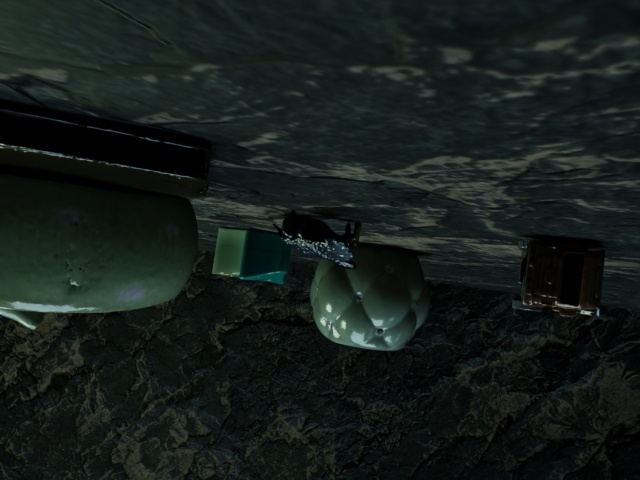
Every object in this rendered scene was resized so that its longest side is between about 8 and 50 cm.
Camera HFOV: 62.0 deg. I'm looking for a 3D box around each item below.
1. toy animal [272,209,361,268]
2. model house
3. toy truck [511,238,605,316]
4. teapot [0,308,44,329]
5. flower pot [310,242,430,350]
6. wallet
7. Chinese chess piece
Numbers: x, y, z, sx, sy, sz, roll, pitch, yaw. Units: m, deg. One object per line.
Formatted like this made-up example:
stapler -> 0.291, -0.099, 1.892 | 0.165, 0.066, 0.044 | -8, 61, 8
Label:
toy animal -> 0.000, 0.000, 0.671 | 0.107, 0.062, 0.220 | 10, -179, -28
model house -> -0.122, 0.032, 1.070 | 0.148, 0.101, 0.127 | 2, 173, 38
toy truck -> 0.288, 0.048, 0.648 | 0.092, 0.083, 0.192 | 6, 176, 24
teapot -> -0.662, 0.007, 0.981 | 0.321, 0.240, 0.239 | 14, -164, -29
flower pot -> 0.097, 0.112, 1.072 | 0.245, 0.196, 0.246 | 7, 175, 1
wallet -> -0.179, -0.064, 0.385 | 0.197, 0.031, 0.110 | 9, 175, -14
Chinese chess piece -> -0.243, -0.010, 0.505 | 0.250, 0.101, 0.250 | 9, -175, -1
